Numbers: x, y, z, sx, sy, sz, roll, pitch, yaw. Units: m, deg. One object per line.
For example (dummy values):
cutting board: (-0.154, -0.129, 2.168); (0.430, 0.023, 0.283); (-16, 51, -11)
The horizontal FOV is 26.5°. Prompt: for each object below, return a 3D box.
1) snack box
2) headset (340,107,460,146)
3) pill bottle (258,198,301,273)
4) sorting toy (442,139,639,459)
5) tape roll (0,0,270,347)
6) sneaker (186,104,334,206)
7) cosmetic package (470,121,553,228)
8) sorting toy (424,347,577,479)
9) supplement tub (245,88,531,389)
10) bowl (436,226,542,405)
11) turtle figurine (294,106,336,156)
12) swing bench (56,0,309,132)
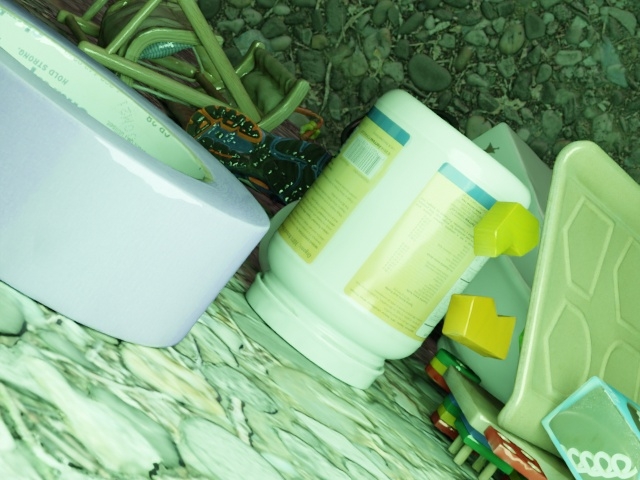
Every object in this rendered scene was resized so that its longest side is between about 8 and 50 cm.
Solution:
snack box: (0.292, 0.253, 0.949); (0.187, 0.060, 0.322); (32, 21, -44)
headset: (0.074, -0.030, 1.473); (0.394, 0.185, 0.243); (124, -45, -84)
pill bottle: (0.022, 0.028, 1.216); (0.152, 0.086, 0.086); (32, 9, -46)
sorting toy: (0.187, 0.045, 1.052); (0.041, 0.229, 0.307); (6, -17, 39)
tape roll: (-0.163, -0.058, 0.780); (0.275, 0.090, 0.275); (38, 6, -5)
sneaker: (-0.053, -0.086, 1.597); (0.221, 0.083, 0.087); (32, -9, 2)
cosmetic package: (0.309, 0.066, 1.792); (0.453, 0.161, 0.230); (38, 29, -47)
sorting toy: (0.152, 0.173, 1.077); (0.132, 0.046, 0.274); (37, 6, -11)
supplement tub: (0.050, 0.000, 1.048); (0.144, 0.199, 0.144); (38, 6, -5)
bowl: (0.206, 0.109, 1.308); (0.298, 0.134, 0.298); (44, 18, -18)
turtle figurine: (0.026, -0.095, 2.142); (0.269, 0.087, 0.217); (45, 10, -25)
swing bench: (-0.177, -0.240, 1.727); (0.255, 0.165, 0.253); (41, 4, -24)
